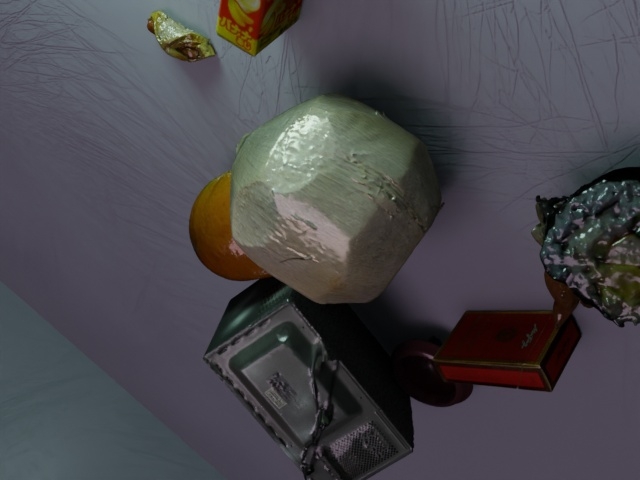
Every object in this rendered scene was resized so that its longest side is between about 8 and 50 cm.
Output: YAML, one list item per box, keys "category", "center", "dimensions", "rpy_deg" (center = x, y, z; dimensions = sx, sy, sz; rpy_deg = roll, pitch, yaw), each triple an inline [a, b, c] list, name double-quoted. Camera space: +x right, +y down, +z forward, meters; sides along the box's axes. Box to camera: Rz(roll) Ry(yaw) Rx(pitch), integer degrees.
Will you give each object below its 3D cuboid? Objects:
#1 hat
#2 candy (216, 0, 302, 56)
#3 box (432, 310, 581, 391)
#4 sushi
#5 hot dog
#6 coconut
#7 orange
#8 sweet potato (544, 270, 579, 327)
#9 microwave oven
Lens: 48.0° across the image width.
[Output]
- category: "hat"
  center: [0.253, 0.287, 1.613]
  dimensions: [0.205, 0.089, 0.205]
  rpy_deg: [21, 136, 22]
- category: "candy"
  center: [-0.078, -0.441, 1.129]
  dimensions: [0.088, 0.146, 0.276]
  rpy_deg: [35, 143, 9]
- category: "box"
  center: [0.354, 0.206, 1.376]
  dimensions: [0.240, 0.153, 0.074]
  rpy_deg: [-6, 118, 47]
- category: "sushi"
  center: [0.447, 0.003, 1.059]
  dimensions: [0.225, 0.219, 0.238]
  rpy_deg: [-30, 75, 19]
- category: "hot dog"
  center: [-0.291, -0.401, 1.445]
  dimensions: [0.169, 0.061, 0.078]
  rpy_deg: [33, 145, 14]
- category: "coconut"
  center: [0.011, -0.085, 1.251]
  dimensions: [0.360, 0.346, 0.346]
  rpy_deg: [35, 144, 1]
- category: "orange"
  center: [-0.164, -0.031, 1.576]
  dimensions: [0.274, 0.310, 0.274]
  rpy_deg: [2, 100, 9]
- category: "sweet potato"
  center: [0.420, 0.065, 1.247]
  dimensions: [0.058, 0.055, 0.202]
  rpy_deg: [17, 135, 33]
- category: "microwave oven"
  center: [-0.013, 0.294, 1.611]
  dimensions: [0.236, 0.374, 0.432]
  rpy_deg: [-35, 103, 15]
